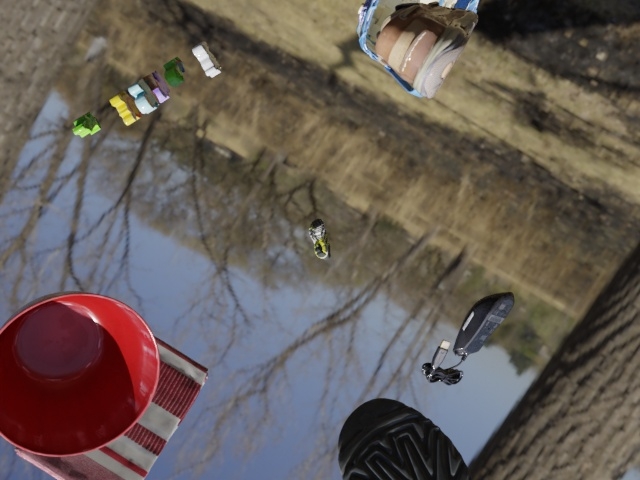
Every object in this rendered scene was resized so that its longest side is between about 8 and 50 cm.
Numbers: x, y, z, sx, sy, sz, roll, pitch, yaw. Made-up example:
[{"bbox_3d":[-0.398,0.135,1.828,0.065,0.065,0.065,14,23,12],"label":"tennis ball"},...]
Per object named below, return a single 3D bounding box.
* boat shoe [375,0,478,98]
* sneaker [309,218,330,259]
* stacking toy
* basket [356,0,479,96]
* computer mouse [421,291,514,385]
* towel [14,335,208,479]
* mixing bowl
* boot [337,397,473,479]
[{"bbox_3d":[0.144,-0.289,1.329,0.116,0.123,0.324,30,-163,1],"label":"boat shoe"},{"bbox_3d":[0.000,0.000,1.734,0.035,0.031,0.083,53,-154,-59],"label":"sneaker"},{"bbox_3d":[-0.239,-0.206,1.330,0.052,0.167,0.221,58,-165,-13],"label":"stacking toy"},{"bbox_3d":[0.187,-0.414,1.765,0.201,0.255,0.289,19,-166,-27],"label":"basket"},{"bbox_3d":[0.312,0.204,2.079,0.060,0.262,0.184,41,-163,32],"label":"computer mouse"},{"bbox_3d":[-0.395,0.331,1.832,0.237,0.329,0.037,32,153,-1],"label":"towel"},{"bbox_3d":[-0.270,0.126,1.000,0.181,0.181,0.098,30,-178,-29],"label":"mixing bowl"},{"bbox_3d":[0.177,0.438,1.296,0.367,0.146,0.445,52,171,28],"label":"boot"}]
